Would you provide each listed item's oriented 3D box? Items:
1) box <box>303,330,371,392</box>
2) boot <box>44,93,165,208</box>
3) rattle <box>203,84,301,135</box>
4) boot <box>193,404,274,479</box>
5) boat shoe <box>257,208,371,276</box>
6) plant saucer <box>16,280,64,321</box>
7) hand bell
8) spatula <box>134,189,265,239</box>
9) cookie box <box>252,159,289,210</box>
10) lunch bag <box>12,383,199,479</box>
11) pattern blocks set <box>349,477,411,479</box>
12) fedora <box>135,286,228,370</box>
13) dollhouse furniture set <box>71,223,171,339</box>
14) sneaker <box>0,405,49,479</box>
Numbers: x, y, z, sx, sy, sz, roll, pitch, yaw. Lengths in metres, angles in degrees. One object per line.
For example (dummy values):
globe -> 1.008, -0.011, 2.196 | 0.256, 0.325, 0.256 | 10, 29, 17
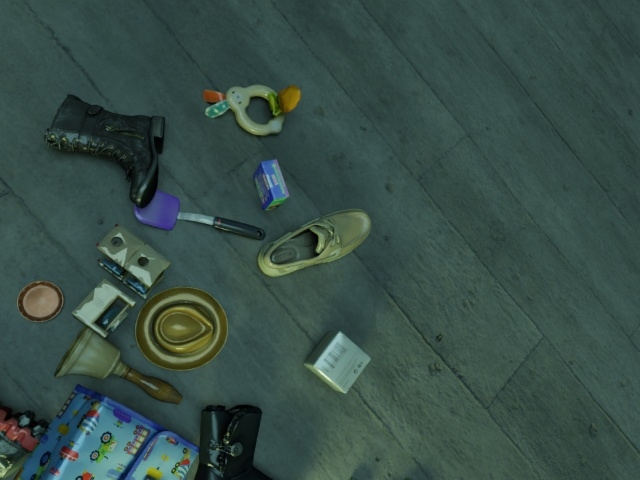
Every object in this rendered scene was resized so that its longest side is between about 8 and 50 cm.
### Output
box -> 0.037, 0.275, 1.130 | 0.102, 0.087, 0.101 | 43, 70, -7
boot -> -0.458, -0.190, 1.051 | 0.229, 0.091, 0.263 | 7, 55, -16
rattle -> -0.166, -0.325, 1.157 | 0.199, 0.143, 0.130 | 18, 93, -20
boot -> -0.142, 0.454, 1.032 | 0.246, 0.094, 0.207 | 15, 72, -20
boat shoe -> 0.000, 0.000, 1.165 | 0.302, 0.098, 0.109 | -21, 87, -21
plant saucer -> -0.564, 0.123, 1.002 | 0.083, 0.013, 0.083 | 3, 79, -18
hand bell -> -0.384, 0.268, 1.000 | 0.242, 0.126, 0.126 | 35, 71, -21
spatula -> -0.266, -0.046, 1.123 | 0.296, 0.030, 0.084 | 15, 72, -16
cookie box -> -0.116, -0.126, 1.147 | 0.040, 0.107, 0.092 | -17, 86, -20
lunch bag -> -0.380, 0.444, 0.930 | 0.293, 0.138, 0.221 | 47, 56, -34
pattern blocks set -> 0.168, 0.692, 1.125 | 0.325, 0.026, 0.285 | 23, 73, -12
fedora -> -0.288, 0.184, 1.046 | 0.194, 0.079, 0.194 | 4, 79, -18
dollhouse furniture set -> -0.414, 0.088, 0.982 | 0.129, 0.129, 0.184 | 39, 62, -7
sneaker -> -0.638, 0.328, 0.893 | 0.276, 0.097, 0.135 | 39, 68, -9
